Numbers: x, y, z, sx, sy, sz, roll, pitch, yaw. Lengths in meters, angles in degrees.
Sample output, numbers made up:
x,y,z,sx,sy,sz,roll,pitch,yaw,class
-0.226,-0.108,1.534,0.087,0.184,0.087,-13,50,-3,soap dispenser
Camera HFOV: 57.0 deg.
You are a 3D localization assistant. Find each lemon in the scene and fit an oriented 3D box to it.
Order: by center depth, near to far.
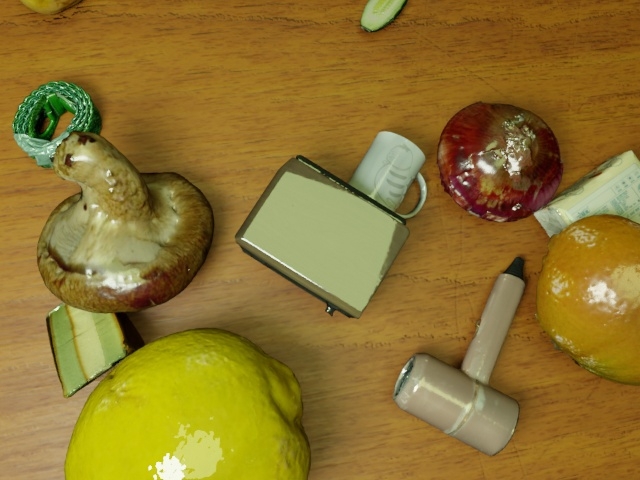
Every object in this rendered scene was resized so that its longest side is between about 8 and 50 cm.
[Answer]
x,y,z,sx,sy,sz,roll,pitch,yaw,class
-0.179,0.292,0.824,0.348,0.348,0.347,1,80,-6,lemon

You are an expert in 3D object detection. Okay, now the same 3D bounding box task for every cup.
x,y,z,sx,sy,sz,roll,pitch,yaw,class
0.128,-0.103,1.039,0.136,0.099,0.133,31,77,4,cup

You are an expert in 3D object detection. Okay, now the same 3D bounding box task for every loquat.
x,y,z,sx,sy,sz,roll,pitch,yaw,class
-0.482,-0.469,1.042,0.137,0.113,0.137,9,60,-16,loquat

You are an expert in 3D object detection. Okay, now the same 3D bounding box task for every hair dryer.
x,y,z,sx,sy,sz,roll,pitch,yaw,class
0.273,0.168,1.019,0.189,0.107,0.344,28,69,2,hair dryer

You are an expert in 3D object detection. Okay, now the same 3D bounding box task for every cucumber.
x,y,z,sx,sy,sz,roll,pitch,yaw,class
0.118,-0.437,1.133,0.067,0.035,0.107,34,79,20,cucumber

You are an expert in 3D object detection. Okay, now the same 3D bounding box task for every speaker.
x,y,z,sx,sy,sz,roll,pitch,yaw,class
0.000,0.000,0.977,0.231,0.153,0.192,32,83,1,speaker

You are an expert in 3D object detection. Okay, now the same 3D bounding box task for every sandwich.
x,y,z,sx,sy,sz,roll,pitch,yaw,class
-0.363,0.143,0.906,0.117,0.187,0.144,-37,91,-11,sandwich

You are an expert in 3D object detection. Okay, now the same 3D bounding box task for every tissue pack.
x,y,z,sx,sy,sz,roll,pitch,yaw,class
0.513,-0.048,1.071,0.196,0.092,0.148,-33,87,-11,tissue pack

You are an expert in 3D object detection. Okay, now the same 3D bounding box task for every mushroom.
x,y,z,sx,sy,sz,roll,pitch,yaw,class
-0.305,-0.010,0.910,0.267,0.254,0.267,-1,82,7,mushroom

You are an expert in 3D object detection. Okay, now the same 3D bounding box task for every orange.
x,y,z,sx,sy,sz,roll,pitch,yaw,class
0.525,0.114,0.993,0.274,0.310,0.274,-16,57,26,orange

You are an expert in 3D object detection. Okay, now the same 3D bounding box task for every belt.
x,y,z,sx,sy,sz,roll,pitch,yaw,class
-0.454,-0.201,1.009,0.121,0.079,0.151,35,79,1,belt

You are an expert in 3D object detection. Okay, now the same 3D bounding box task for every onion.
x,y,z,sx,sy,sz,roll,pitch,yaw,class
0.326,-0.145,1.036,0.230,0.163,0.229,1,84,-13,onion
